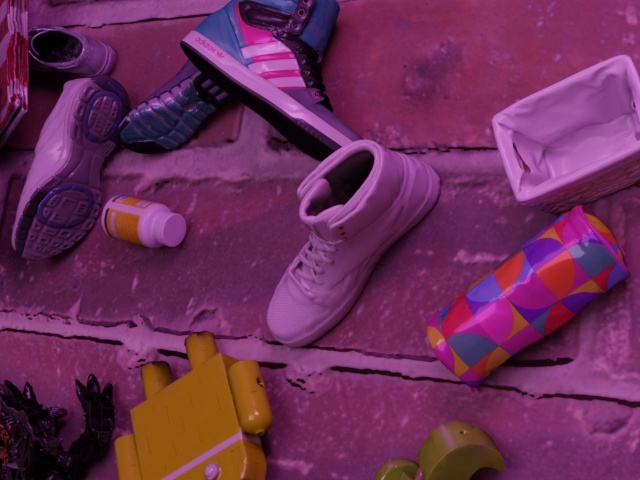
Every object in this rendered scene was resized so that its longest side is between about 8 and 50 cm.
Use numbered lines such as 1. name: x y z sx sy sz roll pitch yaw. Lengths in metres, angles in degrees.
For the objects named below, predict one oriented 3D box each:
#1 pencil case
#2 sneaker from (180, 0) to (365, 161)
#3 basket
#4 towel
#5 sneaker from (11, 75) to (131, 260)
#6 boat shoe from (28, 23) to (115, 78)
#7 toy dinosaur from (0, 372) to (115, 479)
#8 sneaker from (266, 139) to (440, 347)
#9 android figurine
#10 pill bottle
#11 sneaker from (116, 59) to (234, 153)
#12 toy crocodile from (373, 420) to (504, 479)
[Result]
1. pencil case: 0.225 0.064 1.221 0.236 0.104 0.104 -40 59 20
2. sneaker: -0.018 -0.230 1.451 0.295 0.124 0.178 38 81 13
3. basket: 0.291 -0.108 1.218 0.167 0.103 0.113 -25 65 26
4. towel: -0.519 -0.312 1.791 0.237 0.037 0.329 -33 57 54
5. sneaker: -0.385 -0.110 1.680 0.129 0.111 0.297 21 85 51
6. boat shoe: -0.423 -0.307 1.756 0.227 0.081 0.079 16 86 35
7. toy dinosaur: -0.375 0.304 1.542 0.322 0.164 0.218 35 116 19
8. sneaker: 0.000 0.000 1.340 0.292 0.169 0.108 -51 58 12
9. android figurine: -0.161 0.257 1.424 0.248 0.056 0.273 -32 52 22
10. pill bottle: -0.247 -0.024 1.571 0.116 0.065 0.065 13 84 36
11. sneaker: -0.196 -0.206 1.598 0.223 0.083 0.098 -27 37 26
12. toy crocodile: 0.094 0.357 1.225 0.115 0.105 0.341 -158 90 -77
